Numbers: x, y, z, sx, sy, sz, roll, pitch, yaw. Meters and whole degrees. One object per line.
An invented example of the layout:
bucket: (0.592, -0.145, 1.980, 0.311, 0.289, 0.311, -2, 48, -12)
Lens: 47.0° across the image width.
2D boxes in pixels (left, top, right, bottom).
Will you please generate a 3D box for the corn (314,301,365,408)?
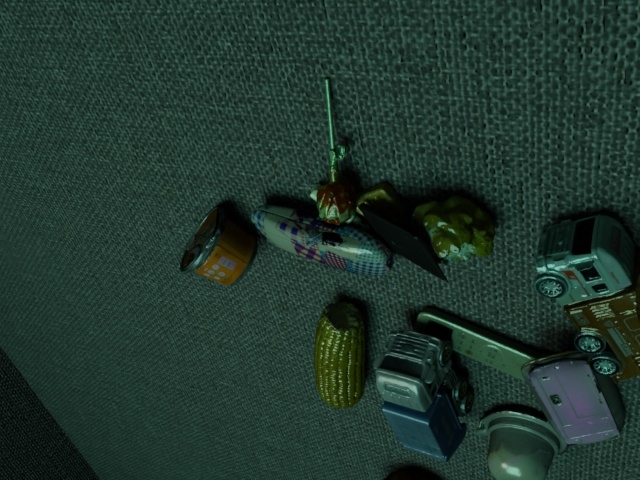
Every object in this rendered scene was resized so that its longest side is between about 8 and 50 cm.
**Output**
corn: (0.049, 0.278, 1.782, 0.131, 0.131, 0.344, 19, 138, 18)

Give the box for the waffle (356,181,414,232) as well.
waffle: (0.142, -0.025, 1.464, 0.125, 0.032, 0.191, -19, 117, 44)

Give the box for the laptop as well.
laptop: (0.153, 0.005, 1.378, 0.135, 0.016, 0.197, 52, 171, -33)

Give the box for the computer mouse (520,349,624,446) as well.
computer mouse: (0.516, 0.313, 1.495, 0.158, 0.071, 0.310, -19, 128, 23)

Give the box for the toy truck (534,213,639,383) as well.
toy truck: (0.499, 0.095, 1.258, 0.162, 0.136, 0.305, -21, 120, 39)

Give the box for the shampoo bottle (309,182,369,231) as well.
shampoo bottle: (0.040, -0.063, 1.491, 0.141, 0.049, 0.034, 36, 98, -8)

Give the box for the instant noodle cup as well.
instant noodle cup: (-0.223, 0.024, 1.687, 0.126, 0.177, 0.208, 31, 176, -21)

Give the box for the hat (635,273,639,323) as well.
hat: (0.633, 0.145, 1.175, 0.234, 0.244, 0.233, 15, 152, 34)

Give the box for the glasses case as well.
glasses case: (0.000, 0.000, 1.543, 0.328, 0.076, 0.125, 18, 159, 25)

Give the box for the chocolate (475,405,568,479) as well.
chocolate: (0.451, 0.494, 1.704, 0.221, 0.147, 0.221, 23, 143, 18)

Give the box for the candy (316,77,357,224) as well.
candy: (0.023, -0.163, 1.373, 0.078, 0.084, 0.287, -9, 117, -6)

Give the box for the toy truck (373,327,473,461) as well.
toy truck: (0.238, 0.353, 1.667, 0.146, 0.175, 0.367, 8, 143, 33)

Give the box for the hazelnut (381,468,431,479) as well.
hazelnut: (0.256, 0.766, 2.114, 0.218, 0.218, 0.234, 41, 123, -9)

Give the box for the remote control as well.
remote control: (0.352, 0.225, 1.576, 0.310, 0.038, 0.090, 23, 140, 15)

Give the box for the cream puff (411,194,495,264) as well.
cream puff: (0.244, -0.018, 1.342, 0.156, 0.121, 0.156, -8, 167, -2)
